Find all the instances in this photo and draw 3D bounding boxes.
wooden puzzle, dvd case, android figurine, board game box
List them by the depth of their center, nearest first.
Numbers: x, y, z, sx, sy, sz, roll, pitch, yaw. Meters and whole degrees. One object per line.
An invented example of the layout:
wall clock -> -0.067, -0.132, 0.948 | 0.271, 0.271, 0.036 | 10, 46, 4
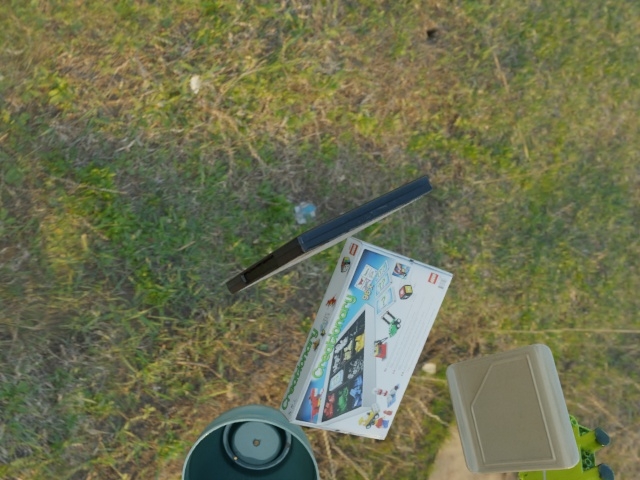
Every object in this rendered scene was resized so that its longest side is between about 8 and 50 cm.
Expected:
dvd case -> 0.000, 0.000, 0.795 | 0.180, 0.253, 0.022 | -26, 88, -28
board game box -> 0.077, 0.164, 1.076 | 0.192, 0.053, 0.305 | 20, 95, -29
wooden puzzle -> 0.362, 0.326, 1.266 | 0.044, 0.238, 0.221 | 2, 70, -41
android figurine -> 0.545, 0.526, 1.499 | 0.056, 0.273, 0.248 | 25, 49, -13

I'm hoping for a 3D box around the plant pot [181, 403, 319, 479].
plant pot -> -0.151, 0.493, 1.496 | 0.292, 0.196, 0.293 | 0, 102, -2
